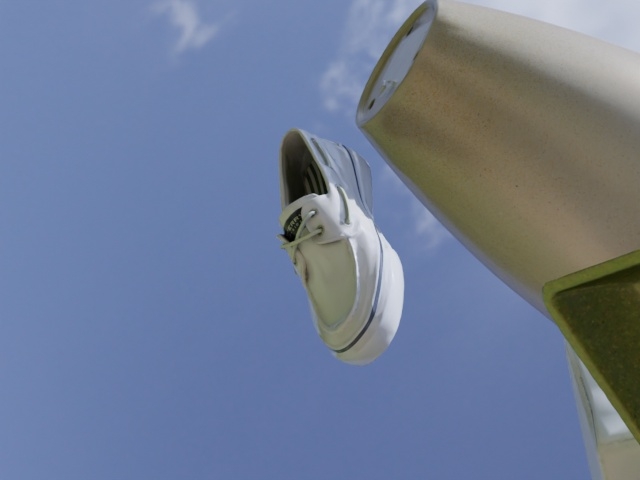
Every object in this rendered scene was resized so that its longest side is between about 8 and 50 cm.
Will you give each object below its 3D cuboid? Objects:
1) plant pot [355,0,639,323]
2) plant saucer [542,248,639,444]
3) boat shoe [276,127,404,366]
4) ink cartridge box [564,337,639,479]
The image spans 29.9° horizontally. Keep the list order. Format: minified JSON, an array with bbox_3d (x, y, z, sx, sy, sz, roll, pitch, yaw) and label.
[{"bbox_3d":[0.179,-0.087,1.036,0.256,0.274,0.256,-55,-165,21],"label":"plant pot"},{"bbox_3d":[0.221,0.061,0.525,0.188,0.045,0.188,-26,-78,49],"label":"plant saucer"},{"bbox_3d":[0.000,0.000,0.892,0.083,0.076,0.226,-48,-150,24],"label":"boat shoe"},{"bbox_3d":[0.318,0.138,0.695,0.131,0.306,0.226,-90,165,-65],"label":"ink cartridge box"}]
